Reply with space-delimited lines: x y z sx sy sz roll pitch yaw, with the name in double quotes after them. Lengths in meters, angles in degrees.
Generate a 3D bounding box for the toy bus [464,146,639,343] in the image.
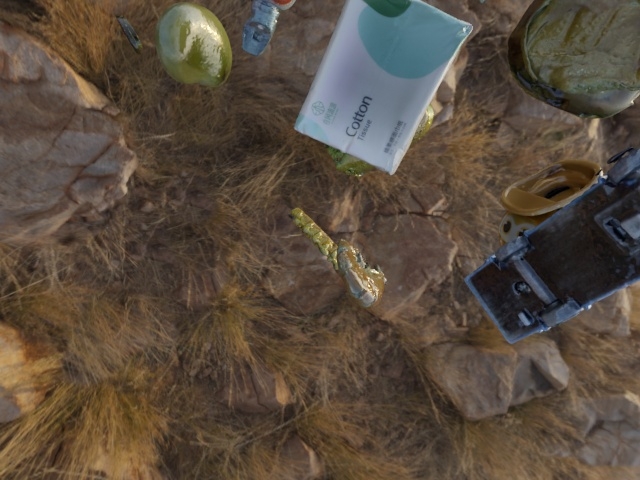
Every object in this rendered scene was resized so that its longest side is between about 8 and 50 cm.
0.292 -0.010 0.411 0.131 0.297 0.106 -16 66 -37 "toy bus"

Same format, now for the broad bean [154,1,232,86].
-0.311 -0.482 1.055 0.121 0.263 0.189 28 99 6 "broad bean"

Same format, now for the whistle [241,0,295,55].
-0.184 -0.824 1.471 0.189 0.189 0.347 13 108 -27 "whistle"

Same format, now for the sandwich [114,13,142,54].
-0.522 -0.568 1.145 0.026 0.069 0.101 -31 84 -11 "sandwich"

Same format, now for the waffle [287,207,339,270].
0.006 0.006 1.503 0.062 0.329 0.329 -43 110 0 "waffle"

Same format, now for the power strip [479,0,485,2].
0.276 -0.500 0.712 0.075 0.042 0.175 -19 116 -31 "power strip"

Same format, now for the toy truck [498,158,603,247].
0.603 -0.054 1.097 0.288 0.204 0.211 -35 114 1 "toy truck"

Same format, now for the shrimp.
0.058 0.046 0.588 0.041 0.180 0.099 -32 76 15 "shrimp"

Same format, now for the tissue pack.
0.132 -0.369 0.966 0.266 0.194 0.356 25 110 -3 "tissue pack"

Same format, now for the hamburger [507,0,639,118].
0.509 -0.372 0.779 0.285 0.134 0.265 39 103 19 "hamburger"

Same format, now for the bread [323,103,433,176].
0.193 -0.369 1.401 0.377 0.251 0.208 -30 75 10 "bread"
